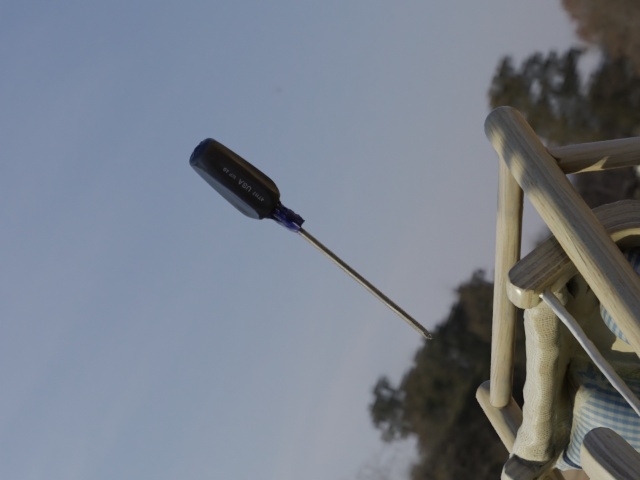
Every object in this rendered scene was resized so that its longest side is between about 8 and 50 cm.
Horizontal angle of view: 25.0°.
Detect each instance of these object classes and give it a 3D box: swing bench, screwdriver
[{"bbox_3d":[0.175,0.102,0.672,0.253,0.165,0.255,82,180,-52],"label":"swing bench"},{"bbox_3d":[0.000,0.000,0.773,0.024,0.170,0.025,-25,35,54],"label":"screwdriver"}]
